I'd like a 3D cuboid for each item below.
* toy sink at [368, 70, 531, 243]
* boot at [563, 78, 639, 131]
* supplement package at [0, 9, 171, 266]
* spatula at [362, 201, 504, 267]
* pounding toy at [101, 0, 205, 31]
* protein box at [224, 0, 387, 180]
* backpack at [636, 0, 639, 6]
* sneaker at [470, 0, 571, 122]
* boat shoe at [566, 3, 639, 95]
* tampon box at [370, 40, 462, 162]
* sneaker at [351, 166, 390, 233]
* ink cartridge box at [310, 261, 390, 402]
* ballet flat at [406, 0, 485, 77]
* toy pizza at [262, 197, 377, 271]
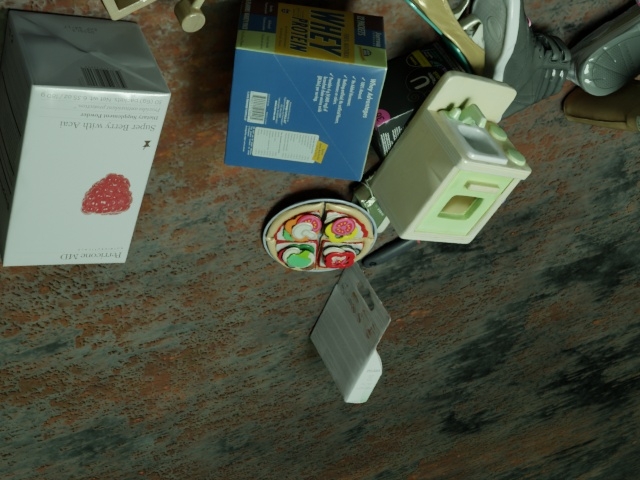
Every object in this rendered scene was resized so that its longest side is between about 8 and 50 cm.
[{"bbox_3d":[0.211,-0.117,1.442,0.152,0.131,0.234,5,133,-38],"label":"toy sink"},{"bbox_3d":[0.574,-0.247,1.602,0.236,0.269,0.089,-18,107,-9],"label":"boot"},{"bbox_3d":[-0.334,-0.128,1.273,0.177,0.175,0.293,-2,133,-29],"label":"supplement package"},{"bbox_3d":[0.209,-0.027,1.798,0.296,0.030,0.084,-32,139,4],"label":"spatula"},{"bbox_3d":[-0.202,-0.356,1.185,0.181,0.094,0.206,-29,149,-7],"label":"pounding toy"},{"bbox_3d":[-0.024,-0.211,1.345,0.201,0.136,0.200,6,133,-5],"label":"protein box"},{"bbox_3d":[0.498,-0.470,1.359,0.253,0.191,0.225,-45,178,8],"label":"backpack"},{"bbox_3d":[0.324,-0.320,1.512,0.146,0.105,0.296,-23,145,-9],"label":"sneaker"},{"bbox_3d":[0.556,-0.358,1.615,0.320,0.103,0.118,-33,121,-3],"label":"boat shoe"},{"bbox_3d":[0.143,-0.215,1.496,0.161,0.120,0.101,-24,141,-5],"label":"tampon box"},{"bbox_3d":[0.100,-0.083,1.650,0.086,0.064,0.192,-3,137,-34],"label":"sneaker"},{"bbox_3d":[0.071,0.168,1.806,0.056,0.181,0.225,3,129,-33],"label":"ink cartridge box"},{"bbox_3d":[0.206,-0.328,1.441,0.073,0.080,0.232,-41,136,12],"label":"ballet flat"},{"bbox_3d":[0.000,0.000,1.661,0.201,0.032,0.201,-3,142,-3],"label":"toy pizza"}]
